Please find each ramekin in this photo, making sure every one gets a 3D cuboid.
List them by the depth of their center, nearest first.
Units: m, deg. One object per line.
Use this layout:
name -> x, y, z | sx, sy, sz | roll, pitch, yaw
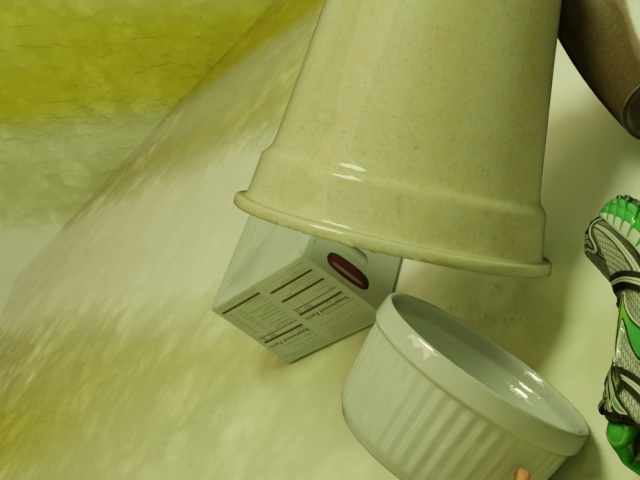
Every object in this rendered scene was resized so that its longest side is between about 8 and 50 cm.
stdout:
ramekin -> 0.116, 0.146, 0.869 | 0.109, 0.207, 0.207 | -57, 21, 10

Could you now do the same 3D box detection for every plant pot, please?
plant pot -> 0.340, -0.218, 1.022 | 0.215, 0.215, 0.230 | -35, 41, 35
plant pot -> 0.105, -0.151, 1.028 | 0.334, 0.334, 0.305 | -152, 73, -67

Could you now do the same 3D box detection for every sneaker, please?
sneaker -> 0.259, 0.086, 0.765 | 0.146, 0.134, 0.343 | -43, 24, 21

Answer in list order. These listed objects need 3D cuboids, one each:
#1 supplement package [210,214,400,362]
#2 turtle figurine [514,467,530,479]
supplement package -> 0.000, 0.000, 1.376 | 0.204, 0.145, 0.261 | -30, 31, 42
turtle figurine -> 0.126, 0.319, 0.727 | 0.217, 0.087, 0.269 | -46, 30, 33
